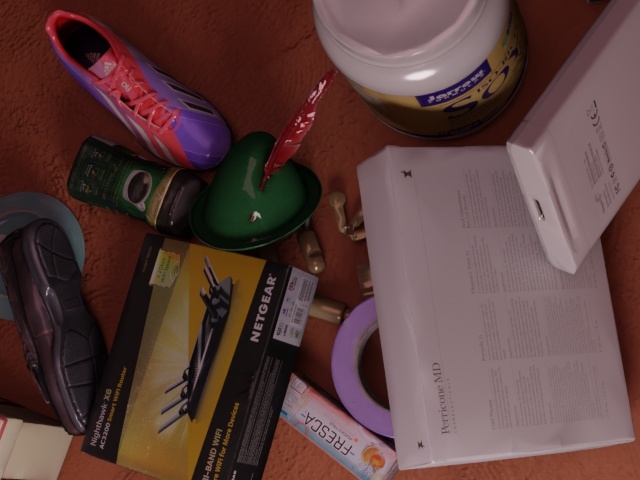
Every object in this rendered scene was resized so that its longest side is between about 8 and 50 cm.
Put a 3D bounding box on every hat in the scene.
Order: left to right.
[{"bbox_3d":[-0.093,-0.118,1.791,0.208,0.183,0.173,-39,47,-25],"label":"hat"}]

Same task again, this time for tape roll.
[{"bbox_3d":[0.110,0.156,1.775,0.189,0.080,0.189,-1,84,7],"label":"tape roll"}]

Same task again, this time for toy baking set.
[{"bbox_3d":[-0.001,0.007,1.873,0.256,0.030,0.196,12,79,13],"label":"toy baking set"}]

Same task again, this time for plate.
[{"bbox_3d":[-0.424,0.020,1.977,0.188,0.024,0.188,-2,81,14],"label":"plate"}]

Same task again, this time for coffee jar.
[{"bbox_3d":[-0.249,-0.072,1.920,0.184,0.079,0.096,22,90,18],"label":"coffee jar"}]

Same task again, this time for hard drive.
[{"bbox_3d":[0.353,-0.164,1.654,0.047,0.233,0.353,22,65,37],"label":"hard drive"}]

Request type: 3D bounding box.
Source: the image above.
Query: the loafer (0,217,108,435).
[{"bbox_3d":[-0.366,0.124,1.907,0.095,0.109,0.302,-19,82,29],"label":"loafer"}]

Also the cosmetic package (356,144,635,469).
[{"bbox_3d":[0.210,0.075,1.695,0.284,0.097,0.377,-1,76,-27],"label":"cosmetic package"}]

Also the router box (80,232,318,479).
[{"bbox_3d":[-0.159,0.163,1.821,0.243,0.081,0.309,11,82,33],"label":"router box"}]

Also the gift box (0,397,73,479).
[{"bbox_3d":[-0.519,0.307,1.827,0.276,0.258,0.255,13,83,15],"label":"gift box"}]

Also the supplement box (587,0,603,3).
[{"bbox_3d":[0.484,-0.454,1.745,0.357,0.195,0.194,-13,77,12],"label":"supplement box"}]

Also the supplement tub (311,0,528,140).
[{"bbox_3d":[0.125,-0.274,1.731,0.241,0.331,0.241,-2,80,14],"label":"supplement tub"}]

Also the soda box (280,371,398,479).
[{"bbox_3d":[0.021,0.245,1.804,0.183,0.063,0.058,37,92,18],"label":"soda box"}]

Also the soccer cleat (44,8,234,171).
[{"bbox_3d":[-0.256,-0.207,1.927,0.318,0.116,0.108,40,91,17],"label":"soccer cleat"}]
